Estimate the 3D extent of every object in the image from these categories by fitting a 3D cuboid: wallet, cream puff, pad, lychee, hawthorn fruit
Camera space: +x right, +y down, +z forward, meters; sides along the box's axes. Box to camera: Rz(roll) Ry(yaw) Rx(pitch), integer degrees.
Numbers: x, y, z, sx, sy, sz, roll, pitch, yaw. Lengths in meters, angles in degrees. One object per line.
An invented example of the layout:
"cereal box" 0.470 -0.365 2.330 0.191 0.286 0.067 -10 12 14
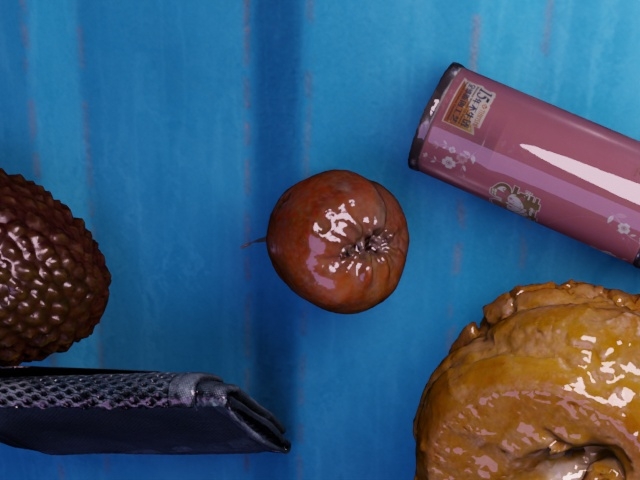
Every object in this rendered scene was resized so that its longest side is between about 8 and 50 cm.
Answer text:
"wallet" -0.226 0.191 1.901 0.342 0.075 0.237 -2 162 18
"cream puff" 0.256 0.201 1.647 0.327 0.231 0.342 -10 109 26
"pad" -0.320 0.154 1.915 0.181 0.267 0.004 -9 80 32
"lychee" -0.367 0.035 1.861 0.271 0.236 0.236 16 128 -4
"hawthorn fruit" 0.010 -0.010 1.714 0.189 0.149 0.149 44 146 51

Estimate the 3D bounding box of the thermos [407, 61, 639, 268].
"thermos" 0.250 -0.041 1.569 0.330 0.109 0.136 24 128 11
